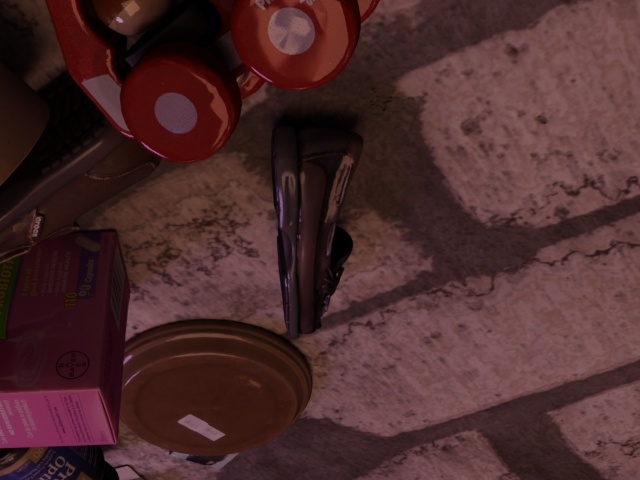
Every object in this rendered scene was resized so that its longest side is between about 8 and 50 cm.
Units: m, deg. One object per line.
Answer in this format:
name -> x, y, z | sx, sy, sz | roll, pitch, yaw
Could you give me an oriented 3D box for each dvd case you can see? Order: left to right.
dvd case -> -0.153, 0.290, 1.637 | 0.087, 0.013, 0.119 | 22, 132, -27

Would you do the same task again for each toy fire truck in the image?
toy fire truck -> -0.103, -0.228, 0.936 | 0.302, 0.169, 0.254 | -29, 109, 27

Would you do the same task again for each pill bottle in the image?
pill bottle -> -0.374, 0.301, 1.553 | 0.123, 0.123, 0.219 | -19, 137, 19

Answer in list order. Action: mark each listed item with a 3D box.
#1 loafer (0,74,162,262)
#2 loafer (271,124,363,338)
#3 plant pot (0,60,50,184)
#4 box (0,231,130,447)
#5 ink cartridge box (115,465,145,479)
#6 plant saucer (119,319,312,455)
loafer -> -0.302, -0.033, 1.149 | 0.366, 0.134, 0.130 | -25, 146, 24
loafer -> 0.000, 0.000, 1.234 | 0.095, 0.109, 0.302 | -5, 137, -3
plant pot -> -0.418, -0.139, 0.965 | 0.256, 0.256, 0.274 | -24, 119, 24
box -> -0.344, 0.109, 1.255 | 0.243, 0.213, 0.117 | -2, 140, 0
ink cartridge box -> -0.299, 0.422, 1.748 | 0.104, 0.061, 0.181 | -15, 138, 14
plant saucer -> -0.148, 0.207, 1.507 | 0.278, 0.041, 0.278 | -2, 137, -2
